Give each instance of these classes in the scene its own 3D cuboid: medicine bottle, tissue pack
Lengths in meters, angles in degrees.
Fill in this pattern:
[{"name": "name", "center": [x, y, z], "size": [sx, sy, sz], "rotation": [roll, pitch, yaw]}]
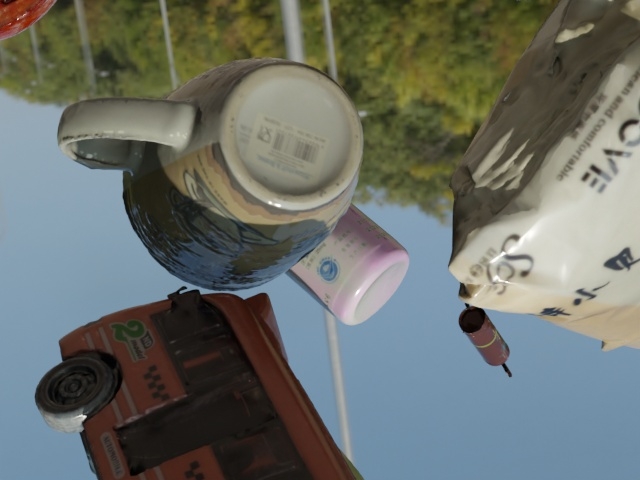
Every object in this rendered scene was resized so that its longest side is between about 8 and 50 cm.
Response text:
[{"name": "medicine bottle", "center": [0.000, 0.000, 1.754], "size": [0.254, 0.152, 0.152], "rotation": [39, -147, 20]}, {"name": "tissue pack", "center": [0.272, -0.094, 0.824], "size": [0.195, 0.376, 0.390], "rotation": [41, -163, 34]}]

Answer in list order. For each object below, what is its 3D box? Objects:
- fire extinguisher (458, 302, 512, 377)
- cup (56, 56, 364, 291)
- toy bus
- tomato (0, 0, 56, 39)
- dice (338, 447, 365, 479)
[{"name": "fire extinguisher", "center": [0.210, 0.127, 1.447], "size": [0.039, 0.132, 0.056], "rotation": [-32, -128, 7]}, {"name": "cup", "center": [-0.101, -0.090, 1.120], "size": [0.301, 0.227, 0.257], "rotation": [13, 165, -16]}, {"name": "toy bus", "center": [-0.077, 0.233, 0.978], "size": [0.233, 0.203, 0.427], "rotation": [-23, -137, -10]}, {"name": "tomato", "center": [-0.234, -0.215, 0.800], "size": [0.139, 0.159, 0.091], "rotation": [31, 180, -6]}, {"name": "dice", "center": [-0.050, 0.429, 1.569], "size": [0.252, 0.254, 0.250], "rotation": [-22, -139, -21]}]
